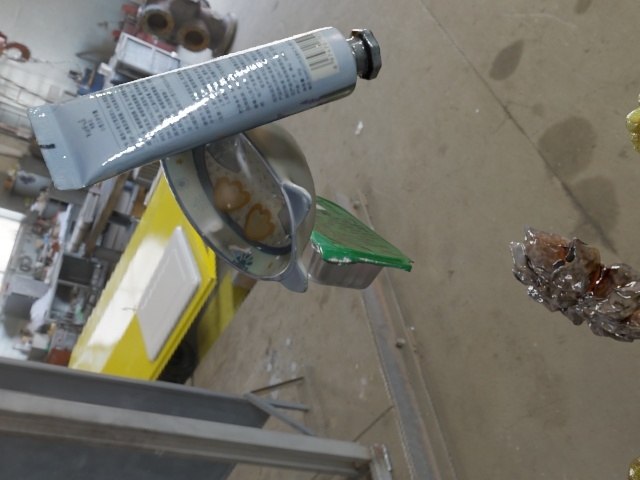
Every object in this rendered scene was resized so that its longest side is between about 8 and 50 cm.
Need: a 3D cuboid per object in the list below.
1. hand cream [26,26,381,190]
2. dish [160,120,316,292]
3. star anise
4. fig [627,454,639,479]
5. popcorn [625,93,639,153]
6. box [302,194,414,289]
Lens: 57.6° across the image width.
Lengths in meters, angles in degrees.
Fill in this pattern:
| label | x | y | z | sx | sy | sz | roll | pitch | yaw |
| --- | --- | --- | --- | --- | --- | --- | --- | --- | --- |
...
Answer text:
| label | x | y | z | sx | sy | sz | roll | pitch | yaw |
| --- | --- | --- | --- | --- | --- | --- | --- | --- | --- |
| hand cream | -0.078 | -0.112 | 0.453 | 0.091 | 0.271 | 0.058 | 57 | 159 | 27 |
| dish | -0.063 | -0.067 | 0.592 | 0.086 | 0.236 | 0.228 | -38 | 19 | -33 |
| star anise | 0.492 | 0.090 | 1.098 | 0.117 | 0.331 | 0.332 | -48 | 26 | -8 |
| fig | 0.504 | 0.355 | 0.873 | 0.098 | 0.084 | 0.082 | -17 | -62 | -75 |
| popcorn | 0.448 | -0.143 | 0.605 | 0.217 | 0.235 | 0.181 | -50 | 55 | 33 |
| box | 0.000 | 0.000 | 1.202 | 0.337 | 0.264 | 0.106 | 40 | 111 | 47 |
